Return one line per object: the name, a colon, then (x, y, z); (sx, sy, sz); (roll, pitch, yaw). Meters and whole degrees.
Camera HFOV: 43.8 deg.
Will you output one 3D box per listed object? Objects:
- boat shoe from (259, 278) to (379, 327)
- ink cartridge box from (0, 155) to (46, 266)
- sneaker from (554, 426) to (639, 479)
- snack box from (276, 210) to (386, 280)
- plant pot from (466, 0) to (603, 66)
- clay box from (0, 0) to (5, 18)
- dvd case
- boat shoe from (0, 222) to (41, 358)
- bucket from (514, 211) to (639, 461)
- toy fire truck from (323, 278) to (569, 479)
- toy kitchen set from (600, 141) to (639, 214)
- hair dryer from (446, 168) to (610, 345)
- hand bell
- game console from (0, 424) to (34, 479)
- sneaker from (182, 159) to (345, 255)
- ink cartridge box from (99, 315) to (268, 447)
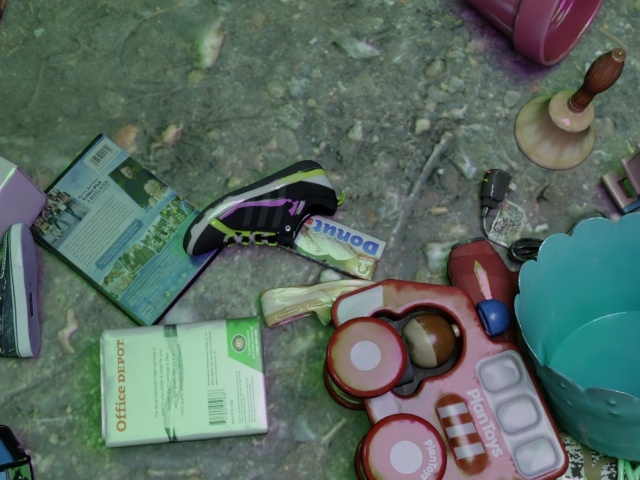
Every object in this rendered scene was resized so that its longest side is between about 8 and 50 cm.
boat shoe: (0.002, 0.090, 1.103); (0.170, 0.063, 0.059); (-8, 77, 5)
ink cartridge box: (-0.549, -0.059, 1.079); (0.272, 0.114, 0.197); (27, 74, 10)
sneaker: (0.441, 0.300, 0.988); (0.410, 0.182, 0.158); (0, 71, 5)
snack box: (0.000, 0.000, 1.146); (0.178, 0.022, 0.064); (22, 72, 4)
plant pot: (0.314, -0.391, 1.198); (0.180, 0.201, 0.201); (35, 75, 23)
clay box: (-0.552, -0.372, 1.212); (0.127, 0.053, 0.222); (6, 73, -1)
dvd case: (-0.280, -0.015, 1.137); (0.253, 0.022, 0.180); (38, 76, 8)
boat shoe: (-0.427, 0.069, 1.066); (0.083, 0.065, 0.183); (-2, 92, -2)
bucket: (0.388, 0.121, 0.985); (0.281, 0.183, 0.281); (-15, 42, 14)
toy fire truck: (0.146, 0.189, 1.015); (0.253, 0.169, 0.302); (-18, 73, -7)
toy kitchen set: (0.532, -0.099, 1.126); (0.207, 0.166, 0.122); (-26, 76, -9)
hair dryer: (0.288, 0.050, 1.116); (0.223, 0.080, 0.294); (25, 76, 3)
hand bell: (0.364, -0.199, 1.108); (0.126, 0.242, 0.126); (1, 74, -2)
game console: (-0.444, 0.310, 1.001); (0.144, 0.085, 0.124); (-13, 75, -6)
sneaker: (-0.074, -0.027, 1.094); (0.234, 0.084, 0.097); (-29, 77, -11)
ink cartridge box: (-0.176, 0.188, 1.048); (0.208, 0.087, 0.153); (-3, 74, -5)
